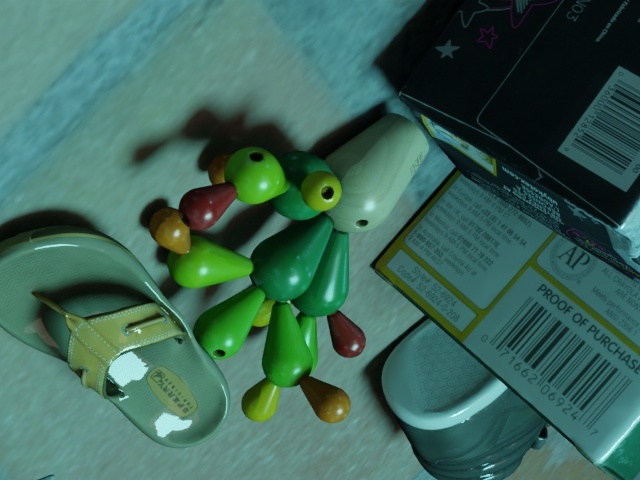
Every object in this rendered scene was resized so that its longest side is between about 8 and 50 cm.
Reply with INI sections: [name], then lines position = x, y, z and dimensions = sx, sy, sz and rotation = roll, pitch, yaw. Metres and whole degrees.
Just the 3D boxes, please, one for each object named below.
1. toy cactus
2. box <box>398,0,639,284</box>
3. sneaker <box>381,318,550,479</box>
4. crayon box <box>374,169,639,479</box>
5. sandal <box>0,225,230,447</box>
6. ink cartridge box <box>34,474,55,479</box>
[toy cactus]
position = 0.000, 0.000, 0.846
dimensions = 0.180, 0.112, 0.219
rotation = -47, 143, -21
[box]
position = 0.196, -0.118, 0.862
dimensions = 0.247, 0.163, 0.142
rotation = -54, 151, -1
[sneaker]
position = 0.174, 0.078, 1.147
dimensions = 0.296, 0.104, 0.147
rotation = -31, 148, -16
[crayon box]
position = 0.218, -0.033, 0.965
dimensions = 0.323, 0.203, 0.083
rotation = -49, 150, 2
[sandal]
position = -0.101, 0.056, 0.769
dimensions = 0.072, 0.049, 0.180
rotation = -38, 127, 3
[ink cartridge box]
position = -0.303, 0.254, 0.770
dimensions = 0.304, 0.072, 0.307
rotation = -15, 134, -42
